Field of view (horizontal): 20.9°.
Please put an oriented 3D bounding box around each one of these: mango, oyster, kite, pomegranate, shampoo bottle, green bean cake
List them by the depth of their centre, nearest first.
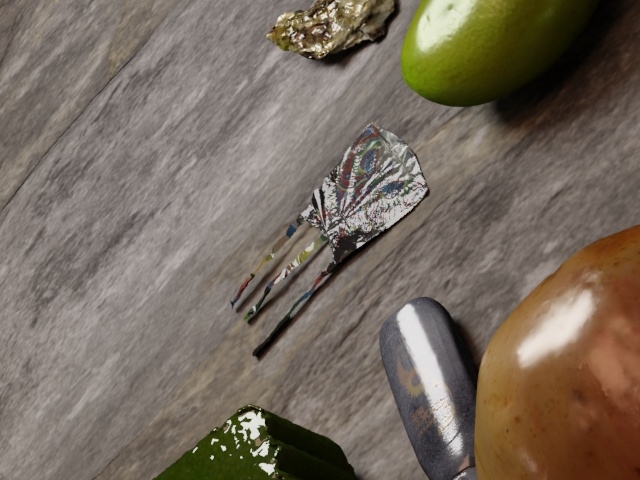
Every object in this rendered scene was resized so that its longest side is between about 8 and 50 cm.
[{"bbox_3d":[0.276,0.154,1.282,0.338,0.338,0.338,-26,49,33],"label":"pomegranate"},{"bbox_3d":[0.116,0.159,1.669,0.087,0.049,0.234,-41,42,23],"label":"shampoo bottle"},{"bbox_3d":[-0.074,0.321,1.678,0.250,0.156,0.247,-41,43,19],"label":"green bean cake"},{"bbox_3d":[0.199,-0.256,1.781,0.185,0.149,0.273,24,89,44],"label":"mango"},{"bbox_3d":[0.000,0.000,1.923,0.285,0.015,0.152,-49,39,11],"label":"kite"},{"bbox_3d":[0.017,-0.259,2.050,0.165,0.053,0.108,-31,56,20],"label":"oyster"}]
